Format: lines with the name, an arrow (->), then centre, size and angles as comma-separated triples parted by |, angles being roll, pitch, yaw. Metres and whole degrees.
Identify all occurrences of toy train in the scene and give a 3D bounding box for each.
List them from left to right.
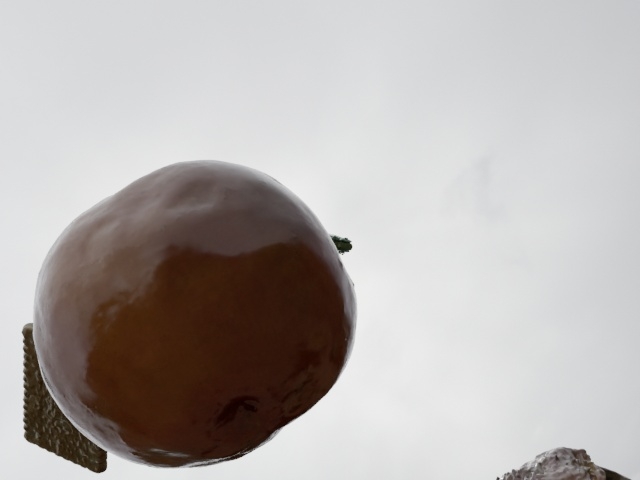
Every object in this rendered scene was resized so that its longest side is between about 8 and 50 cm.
toy train -> 0.000, 0.000, 1.526 | 0.148, 0.071, 0.038 | 14, -89, -47

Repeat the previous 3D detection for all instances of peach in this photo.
peach -> -0.130, 0.088, 0.838 | 0.343, 0.301, 0.343 | -22, -39, -19

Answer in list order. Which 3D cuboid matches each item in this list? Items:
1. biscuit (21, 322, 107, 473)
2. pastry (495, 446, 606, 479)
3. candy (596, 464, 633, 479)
biscuit -> -0.527, 0.329, 1.619 | 0.044, 0.217, 0.325 | -45, -31, -57
pastry -> 0.192, 0.300, 0.771 | 0.103, 0.112, 0.265 | 21, -65, -12
candy -> 0.527, 0.450, 1.193 | 0.101, 0.271, 0.143 | -41, -41, -43
